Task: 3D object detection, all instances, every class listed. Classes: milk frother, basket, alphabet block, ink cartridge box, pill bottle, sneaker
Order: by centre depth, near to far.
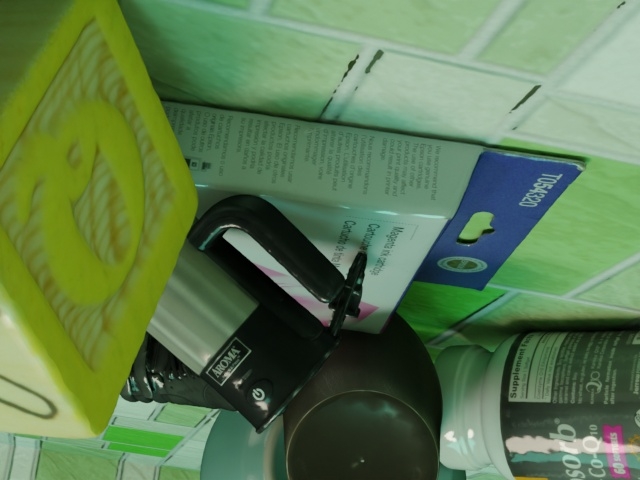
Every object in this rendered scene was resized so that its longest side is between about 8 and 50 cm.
[{"bbox_3d":[-0.207,-0.021,0.660,0.197,0.193,0.192,2,140,18],"label":"alphabet block"},{"bbox_3d":[-0.044,0.034,0.810,0.135,0.129,0.143,42,-171,1],"label":"milk frother"},{"bbox_3d":[0.000,0.000,0.930,0.330,0.071,0.324,9,161,-2],"label":"ink cartridge box"},{"bbox_3d":[0.037,0.164,1.082,0.154,0.204,0.227,-25,-173,5],"label":"basket"},{"bbox_3d":[-0.139,0.121,1.193,0.147,0.104,0.296,4,167,-7],"label":"sneaker"},{"bbox_3d":[0.260,0.170,1.199,0.278,0.162,0.162,-4,159,29],"label":"pill bottle"}]

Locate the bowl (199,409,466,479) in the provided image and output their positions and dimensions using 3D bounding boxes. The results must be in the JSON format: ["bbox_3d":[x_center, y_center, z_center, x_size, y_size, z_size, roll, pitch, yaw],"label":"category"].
[{"bbox_3d":[0.025,0.255,1.306,0.312,0.311,0.163,8,161,-4],"label":"bowl"}]
